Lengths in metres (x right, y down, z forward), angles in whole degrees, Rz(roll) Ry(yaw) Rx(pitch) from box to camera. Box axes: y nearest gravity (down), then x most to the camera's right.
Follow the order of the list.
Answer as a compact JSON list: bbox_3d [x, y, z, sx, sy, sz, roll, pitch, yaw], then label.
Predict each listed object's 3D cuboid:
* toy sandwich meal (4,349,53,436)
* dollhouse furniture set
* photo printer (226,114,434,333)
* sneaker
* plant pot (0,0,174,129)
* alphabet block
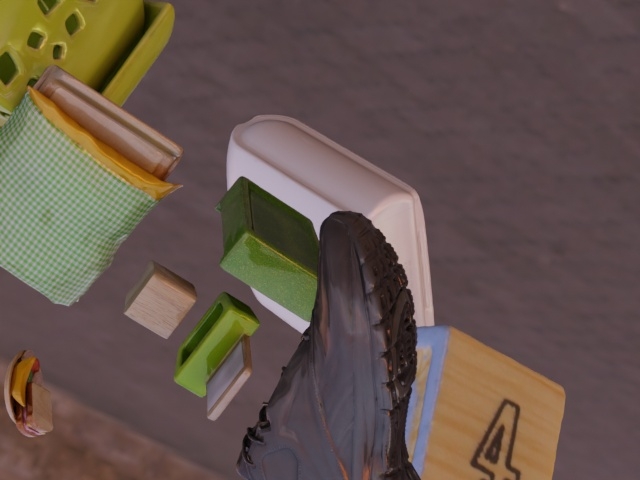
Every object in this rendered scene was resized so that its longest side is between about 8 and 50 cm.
[{"bbox_3d":[-0.279,0.147,1.804,0.029,0.085,0.085,-3,157,17],"label":"toy sandwich meal"},{"bbox_3d":[-0.171,0.009,1.647,0.302,0.197,0.151,33,-164,-18],"label":"dollhouse furniture set"},{"bbox_3d":[0.000,0.000,2.208,0.307,0.107,0.256,34,141,45],"label":"photo printer"},{"bbox_3d":[0.003,0.122,1.306,0.130,0.286,0.109,0,-177,15],"label":"sneaker"},{"bbox_3d":[-0.290,-0.200,1.759,0.228,0.227,0.207,10,150,46],"label":"plant pot"},{"bbox_3d":[0.115,0.215,1.964,0.192,0.193,0.197,-7,152,46],"label":"alphabet block"}]
